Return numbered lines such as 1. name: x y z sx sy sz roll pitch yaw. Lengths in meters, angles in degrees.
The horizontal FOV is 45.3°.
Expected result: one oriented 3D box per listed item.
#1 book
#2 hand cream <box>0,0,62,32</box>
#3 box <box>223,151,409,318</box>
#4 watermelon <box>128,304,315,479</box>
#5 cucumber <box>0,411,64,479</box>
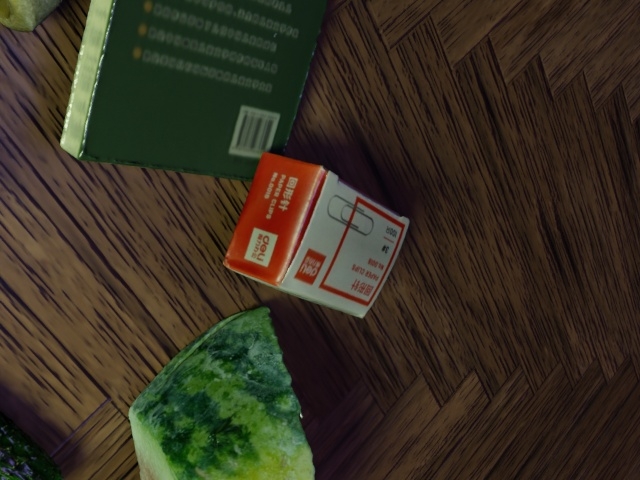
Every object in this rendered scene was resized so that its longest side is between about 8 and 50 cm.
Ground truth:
1. book: -0.084 -0.241 0.708 0.260 0.043 0.371 3 107 -52
2. hand cream: -0.204 -0.263 0.636 0.203 0.083 0.084 -53 129 -26
3. box: 0.000 0.000 0.830 0.182 0.099 0.133 28 83 -54
4. watermelon: -0.076 0.238 0.808 0.193 0.232 0.310 -12 64 -35
5. cucumber: -0.303 0.173 0.678 0.058 0.058 0.187 -48 125 -20
